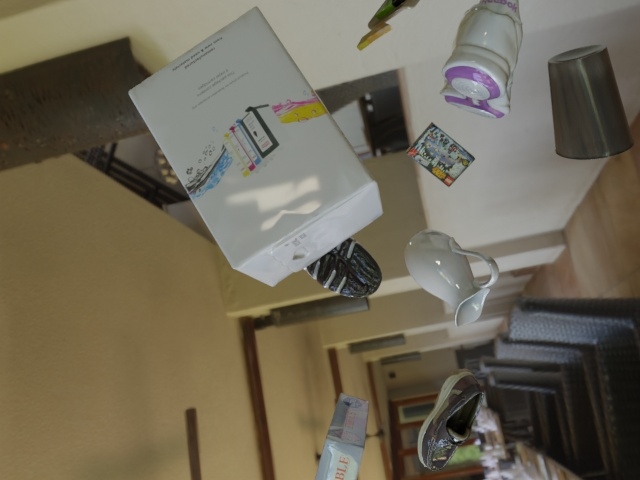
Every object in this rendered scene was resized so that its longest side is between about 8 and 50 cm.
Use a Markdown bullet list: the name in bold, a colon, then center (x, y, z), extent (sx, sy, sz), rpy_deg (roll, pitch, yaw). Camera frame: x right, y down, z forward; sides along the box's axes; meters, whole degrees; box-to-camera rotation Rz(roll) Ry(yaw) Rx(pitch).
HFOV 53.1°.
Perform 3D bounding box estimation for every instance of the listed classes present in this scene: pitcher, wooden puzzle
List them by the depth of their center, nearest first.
- **wooden puzzle**: center (0.079, -0.233, 0.603), extent (0.014, 0.078, 0.116), rpy_deg (41, -112, -21)
- **pitcher**: center (0.285, 0.055, 1.389), extent (0.207, 0.126, 0.177), rpy_deg (54, 135, 32)

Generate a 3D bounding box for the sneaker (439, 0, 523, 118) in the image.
- **sneaker**: center (0.250, -0.268, 0.941), extent (0.305, 0.114, 0.152), rpy_deg (-11, -59, -81)

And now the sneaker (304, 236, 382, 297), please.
- **sneaker**: center (0.000, 0.000, 1.207), extent (0.106, 0.281, 0.162), rpy_deg (-65, -10, 18)

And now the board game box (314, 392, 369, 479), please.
- **board game box**: center (0.014, 0.461, 1.125), extent (0.318, 0.066, 0.318), rpy_deg (5, -80, -84)

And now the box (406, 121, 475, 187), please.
- **box**: center (0.286, -0.203, 1.524), extent (0.137, 0.094, 0.027), rpy_deg (35, -159, -14)

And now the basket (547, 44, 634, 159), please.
- **basket**: center (0.614, -0.322, 1.483), extent (0.204, 0.154, 0.226), rpy_deg (-134, 23, -67)

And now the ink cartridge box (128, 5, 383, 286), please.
- **ink cartridge box**: center (-0.061, -0.093, 0.720), extent (0.232, 0.168, 0.171), rpy_deg (58, -177, 12)

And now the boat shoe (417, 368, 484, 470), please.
- **boat shoe**: center (0.318, 0.451, 1.554), extent (0.092, 0.103, 0.285), rpy_deg (-129, 53, -60)
